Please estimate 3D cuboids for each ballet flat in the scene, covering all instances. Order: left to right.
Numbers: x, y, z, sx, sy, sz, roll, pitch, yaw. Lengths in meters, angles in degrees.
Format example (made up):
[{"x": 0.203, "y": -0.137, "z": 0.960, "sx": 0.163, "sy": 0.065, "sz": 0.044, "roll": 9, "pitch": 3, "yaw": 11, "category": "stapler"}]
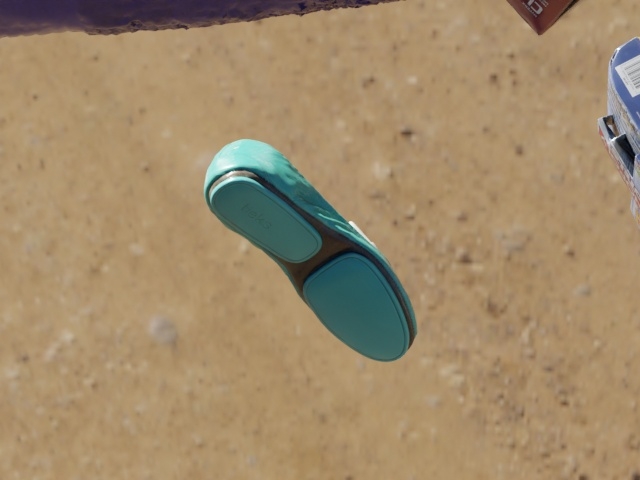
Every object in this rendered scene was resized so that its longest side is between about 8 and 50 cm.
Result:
[{"x": 0.000, "y": 0.000, "z": 1.446, "sx": 0.083, "sy": 0.247, "sz": 0.087, "roll": -31, "pitch": 31, "yaw": 27, "category": "ballet flat"}]

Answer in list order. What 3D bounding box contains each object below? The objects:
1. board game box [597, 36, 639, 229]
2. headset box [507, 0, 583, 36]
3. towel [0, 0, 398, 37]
[{"x": 0.301, "y": -0.055, "z": 1.515, "sx": 0.060, "sy": 0.194, "sz": 0.194, "roll": -27, "pitch": 72, "yaw": 0, "category": "board game box"}, {"x": 0.230, "y": -0.285, "z": 1.210, "sx": 0.218, "sy": 0.293, "sz": 0.110, "roll": -40, "pitch": 86, "yaw": -23, "category": "headset box"}, {"x": -0.102, "y": -0.162, "z": 0.648, "sx": 0.308, "sy": 0.228, "sz": 0.076, "roll": -6, "pitch": 62, "yaw": -3, "category": "towel"}]
